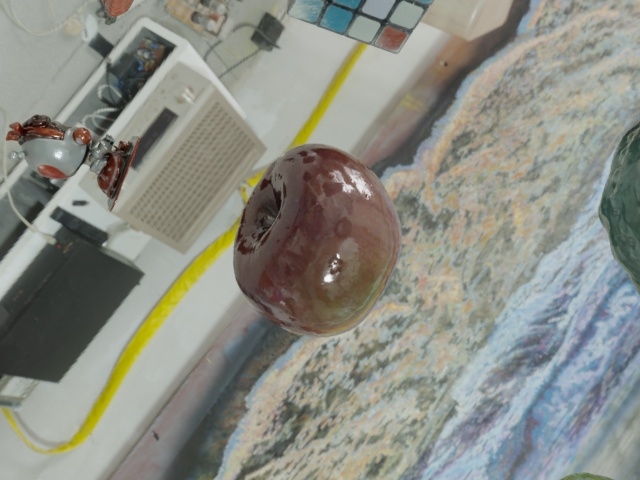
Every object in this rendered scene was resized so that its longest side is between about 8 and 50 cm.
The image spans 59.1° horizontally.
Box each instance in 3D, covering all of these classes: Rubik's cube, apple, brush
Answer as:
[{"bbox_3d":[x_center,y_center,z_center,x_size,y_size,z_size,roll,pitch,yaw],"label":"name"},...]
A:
[{"bbox_3d":[0.092,-0.563,1.079,0.258,0.254,0.256,10,147,-18],"label":"Rubik's cube"},{"bbox_3d":[0.000,0.000,0.915,0.234,0.306,0.306,22,105,-28],"label":"apple"},{"bbox_3d":[-0.472,-0.579,1.313,0.070,0.323,0.051,-30,100,-29],"label":"brush"}]

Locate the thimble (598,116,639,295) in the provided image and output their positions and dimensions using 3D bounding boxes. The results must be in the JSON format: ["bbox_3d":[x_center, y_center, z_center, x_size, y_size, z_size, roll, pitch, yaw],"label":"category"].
[{"bbox_3d":[0.311,-0.019,0.350,0.143,0.234,0.199,112,-10,-83],"label":"thimble"}]

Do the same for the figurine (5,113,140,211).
[{"bbox_3d":[-0.501,-0.175,1.122,0.226,0.183,0.160,20,91,-24],"label":"figurine"}]

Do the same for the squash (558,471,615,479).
[{"bbox_3d":[0.260,0.288,0.443,0.219,0.219,0.041,-9,140,-56],"label":"squash"}]
